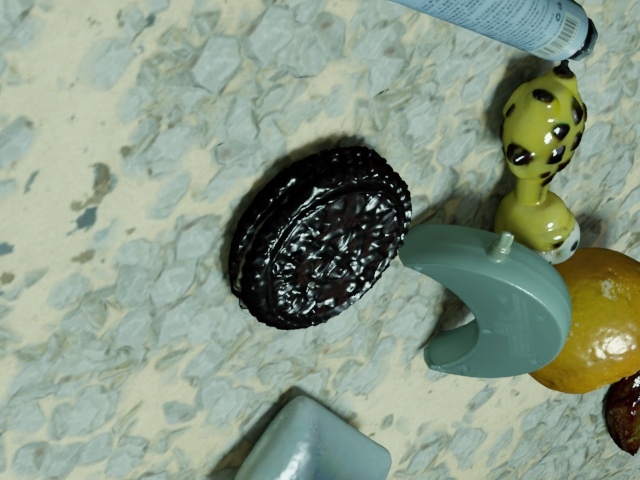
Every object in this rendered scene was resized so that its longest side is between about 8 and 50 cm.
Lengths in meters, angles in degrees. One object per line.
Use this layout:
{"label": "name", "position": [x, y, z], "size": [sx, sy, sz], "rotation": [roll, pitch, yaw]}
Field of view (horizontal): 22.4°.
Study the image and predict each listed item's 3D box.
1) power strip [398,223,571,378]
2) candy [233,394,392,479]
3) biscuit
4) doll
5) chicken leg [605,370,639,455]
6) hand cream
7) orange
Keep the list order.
{"label": "power strip", "position": [0.168, 0.060, 1.624], "size": [0.253, 0.167, 0.054], "rotation": [76, 24, -54]}
{"label": "candy", "position": [-0.010, 0.245, 1.672], "size": [0.138, 0.071, 0.174], "rotation": [-55, 135, -5]}
{"label": "biscuit", "position": [0.000, 0.000, 1.456], "size": [0.194, 0.053, 0.194], "rotation": [-28, 143, -24]}
{"label": "doll", "position": [0.214, -0.052, 1.601], "size": [0.117, 0.086, 0.291], "rotation": [-40, 148, -31]}
{"label": "chicken leg", "position": [0.422, 0.198, 2.119], "size": [0.106, 0.051, 0.253], "rotation": [-32, 144, -29]}
{"label": "hand cream", "position": [0.155, -0.211, 1.404], "size": [0.271, 0.058, 0.091], "rotation": [14, 127, -48]}
{"label": "orange", "position": [0.292, 0.087, 1.763], "size": [0.177, 0.155, 0.177], "rotation": [-11, 174, -1]}
